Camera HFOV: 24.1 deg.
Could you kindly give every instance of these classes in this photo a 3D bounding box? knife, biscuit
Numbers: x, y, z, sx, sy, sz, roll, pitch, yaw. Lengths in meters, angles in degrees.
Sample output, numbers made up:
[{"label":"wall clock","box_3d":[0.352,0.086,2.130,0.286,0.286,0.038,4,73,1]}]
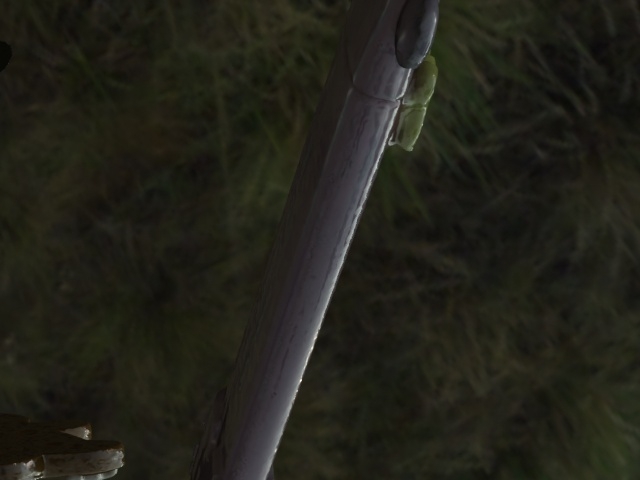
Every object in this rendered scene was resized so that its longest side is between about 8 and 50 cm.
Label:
[{"label":"knife","box_3d":[0.001,0.000,0.637,0.038,0.132,0.398,14,122,-10]},{"label":"biscuit","box_3d":[-0.233,0.158,1.127,0.138,0.205,0.031,-5,96,-32]}]

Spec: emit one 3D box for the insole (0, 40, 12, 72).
[{"label":"insole","box_3d":[-0.394,-0.106,1.203,0.322,0.109,0.007,-15,130,10]}]
